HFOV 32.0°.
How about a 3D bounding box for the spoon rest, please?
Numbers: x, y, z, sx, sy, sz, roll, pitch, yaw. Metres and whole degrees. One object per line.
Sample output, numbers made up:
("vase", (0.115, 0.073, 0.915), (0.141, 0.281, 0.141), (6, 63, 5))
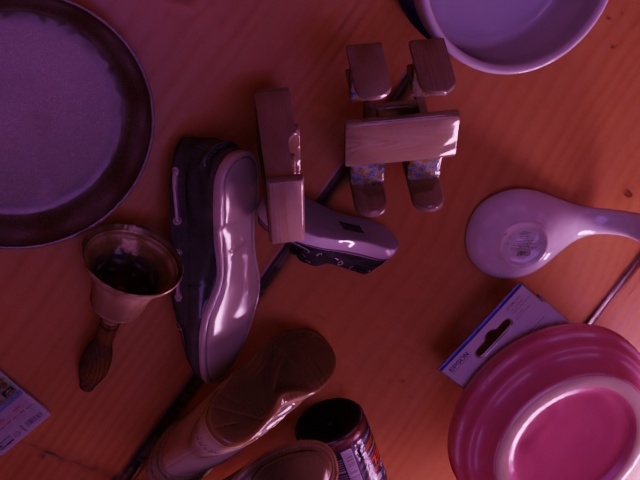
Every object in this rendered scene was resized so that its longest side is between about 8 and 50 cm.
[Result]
("spoon rest", (0.341, -0.010, 1.590), (0.277, 0.084, 0.137), (-1, 113, -5))

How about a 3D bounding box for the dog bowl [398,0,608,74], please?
("dog bowl", (0.224, -0.343, 1.364), (0.265, 0.104, 0.264), (-8, 116, -16))

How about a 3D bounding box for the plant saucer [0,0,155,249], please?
("plant saucer", (-0.349, -0.139, 1.288), (0.311, 0.050, 0.310), (-7, 116, -16))

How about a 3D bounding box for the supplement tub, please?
("supplement tub", (0.038, 0.331, 1.614), (0.106, 0.106, 0.197), (-24, 120, -8))

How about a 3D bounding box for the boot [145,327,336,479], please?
("boot", (-0.107, 0.229, 1.511), (0.095, 0.262, 0.203), (50, 131, 2))

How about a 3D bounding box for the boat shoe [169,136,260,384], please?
("boat shoe", (-0.143, 0.023, 1.426), (0.112, 0.096, 0.335), (-27, 132, -48))

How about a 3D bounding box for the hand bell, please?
("hand bell", (-0.268, 0.107, 1.401), (0.126, 0.126, 0.242), (9, 130, -23))

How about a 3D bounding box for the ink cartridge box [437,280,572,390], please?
("ink cartridge box", (0.341, 0.207, 1.688), (0.371, 0.069, 0.175), (37, 99, -32))

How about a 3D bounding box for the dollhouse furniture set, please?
("dollhouse furniture set", (0.049, -0.102, 1.342), (0.242, 0.161, 0.212), (-6, 141, -4))

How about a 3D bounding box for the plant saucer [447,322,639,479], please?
("plant saucer", (0.354, 0.284, 1.648), (0.332, 0.084, 0.332), (-8, 118, -15))

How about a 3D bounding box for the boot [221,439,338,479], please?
("boot", (-0.129, 0.364, 1.518), (0.283, 0.220, 0.109), (-33, 95, -31))

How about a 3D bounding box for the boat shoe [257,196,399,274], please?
("boat shoe", (0.000, 0.000, 1.451), (0.229, 0.080, 0.076), (11, 128, -43))

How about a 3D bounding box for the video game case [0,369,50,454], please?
("video game case", (-0.424, 0.216, 1.449), (0.087, 0.011, 0.122), (-39, 121, 2))
